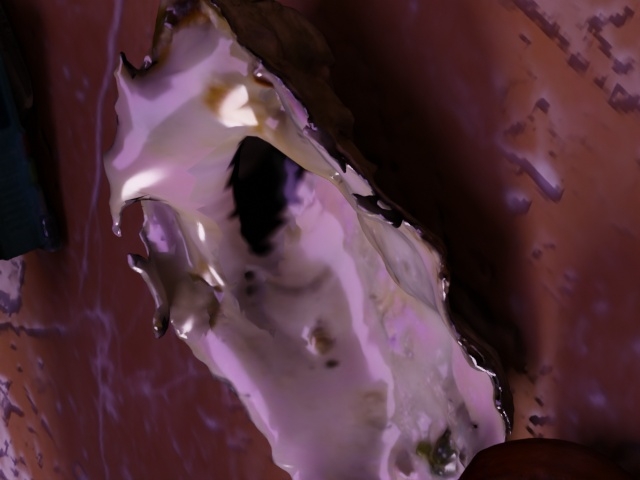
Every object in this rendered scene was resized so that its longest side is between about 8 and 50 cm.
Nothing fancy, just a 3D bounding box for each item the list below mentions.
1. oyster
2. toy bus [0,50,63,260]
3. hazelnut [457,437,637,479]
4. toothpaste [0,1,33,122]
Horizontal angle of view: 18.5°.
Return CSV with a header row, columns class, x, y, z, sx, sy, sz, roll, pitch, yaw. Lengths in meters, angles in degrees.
class,x,y,z,sx,sy,sz,roll,pitch,yaw
oyster,-0.002,0.008,0.659,0.209,0.072,0.133,48,134,7
toy bus,-0.257,-0.014,0.833,0.128,0.256,0.147,16,124,53
hazelnut,0.067,0.104,0.577,0.086,0.086,0.086,24,119,51
toothpaste,-0.174,-0.138,0.890,0.197,0.029,0.048,65,149,11
